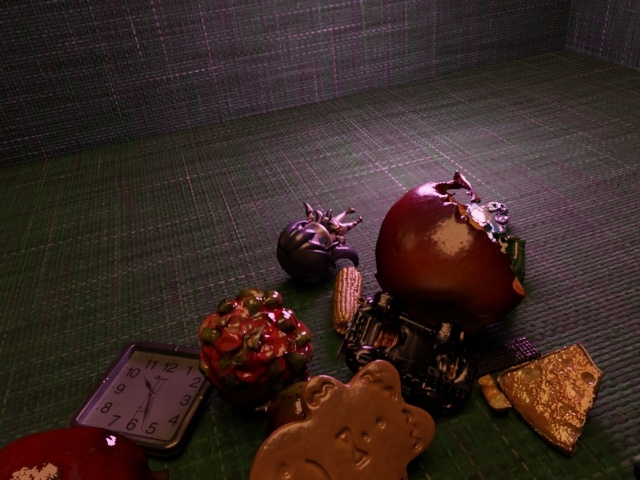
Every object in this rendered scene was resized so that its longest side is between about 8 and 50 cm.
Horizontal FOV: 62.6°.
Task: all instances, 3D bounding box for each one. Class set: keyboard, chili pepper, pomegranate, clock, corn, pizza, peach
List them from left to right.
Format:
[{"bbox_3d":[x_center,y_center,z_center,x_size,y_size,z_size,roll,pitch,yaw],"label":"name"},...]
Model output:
[{"bbox_3d":[-0.382,0.349,1.189,0.273,0.049,0.279,5,35,16],"label":"clock"},{"bbox_3d":[-0.010,0.363,1.009,0.220,0.156,0.156,22,42,23],"label":"pomegranate"},{"bbox_3d":[0.070,0.152,1.378,0.080,0.080,0.238,-2,32,8],"label":"corn"},{"bbox_3d":[0.285,0.052,1.263,0.310,0.335,0.406,-32,40,14],"label":"peach"},{"bbox_3d":[0.395,0.269,1.194,0.204,0.013,0.061,-15,34,-12],"label":"keyboard"},{"bbox_3d":[0.497,0.068,1.400,0.098,0.061,0.224,26,54,-4],"label":"chili pepper"},{"bbox_3d":[0.484,0.321,1.053,0.188,0.081,0.204,-30,43,7],"label":"pizza"}]

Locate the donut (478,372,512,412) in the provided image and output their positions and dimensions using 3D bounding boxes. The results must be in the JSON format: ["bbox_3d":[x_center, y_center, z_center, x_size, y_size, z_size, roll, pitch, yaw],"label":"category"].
[{"bbox_3d":[0.357,0.317,1.087,0.037,0.067,0.083,-25,68,2],"label":"donut"}]

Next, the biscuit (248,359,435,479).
[{"bbox_3d":[0.037,0.377,0.924,0.354,0.052,0.275,-31,82,-21],"label":"biscuit"}]

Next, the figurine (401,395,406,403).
[{"bbox_3d":[0.122,0.295,1.172,0.083,0.083,0.187,-19,49,-18],"label":"figurine"}]

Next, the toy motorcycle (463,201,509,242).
[{"bbox_3d":[0.464,-0.040,1.571,0.198,0.109,0.297,0,33,15],"label":"toy motorcycle"}]

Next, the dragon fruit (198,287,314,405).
[{"bbox_3d":[-0.134,0.231,1.137,0.236,0.303,0.231,-26,62,10],"label":"dragon fruit"}]

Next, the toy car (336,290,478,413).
[{"bbox_3d":[0.188,0.245,1.118,0.301,0.118,0.193,27,55,0],"label":"toy car"}]

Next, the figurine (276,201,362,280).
[{"bbox_3d":[-0.004,0.010,1.508,0.264,0.197,0.175,-7,26,-39],"label":"figurine"}]

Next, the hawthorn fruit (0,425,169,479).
[{"bbox_3d":[-0.408,0.442,0.879,0.307,0.265,0.265,-1,28,-25],"label":"hawthorn fruit"}]

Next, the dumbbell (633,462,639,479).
[{"bbox_3d":[0.600,0.405,0.928,0.083,0.040,0.036,-9,65,-3],"label":"dumbbell"}]
